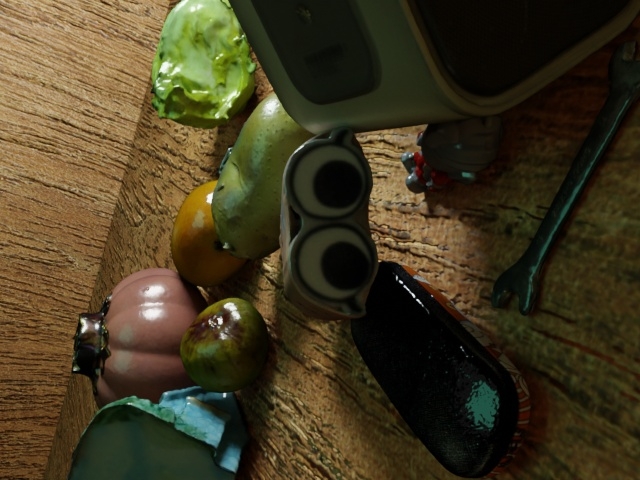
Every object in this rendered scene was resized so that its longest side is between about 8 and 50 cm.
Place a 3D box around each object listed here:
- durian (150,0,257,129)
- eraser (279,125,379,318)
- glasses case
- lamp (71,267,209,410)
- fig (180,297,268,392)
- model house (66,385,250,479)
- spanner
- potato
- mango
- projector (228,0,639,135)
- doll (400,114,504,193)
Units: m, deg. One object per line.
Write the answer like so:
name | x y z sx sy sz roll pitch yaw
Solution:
durian | -0.221 -0.364 1.324 0.340 0.204 0.256 -97 19 -74
eraser | 0.000 0.000 0.711 0.290 0.087 0.171 119 149 -81
glasses case | 0.099 0.109 0.625 0.267 0.067 0.103 51 125 57
lamp | -0.328 0.200 1.214 0.305 0.239 0.305 -172 90 -69
fig | -0.146 0.162 1.014 0.153 0.120 0.136 -46 35 30
model house | -0.236 0.327 1.051 0.261 0.226 0.241 -64 -1 19
spanner | 0.209 -0.046 0.546 0.255 0.015 0.054 -67 30 18
potato | -0.074 -0.093 0.962 0.169 0.143 0.248 -108 35 -62
mango | -0.196 -0.002 1.180 0.254 0.139 0.176 138 147 -59
projector | 0.082 -0.242 0.566 0.248 0.248 0.249 62 159 -17
doll | 0.129 -0.095 0.665 0.180 0.079 0.094 142 121 -69
